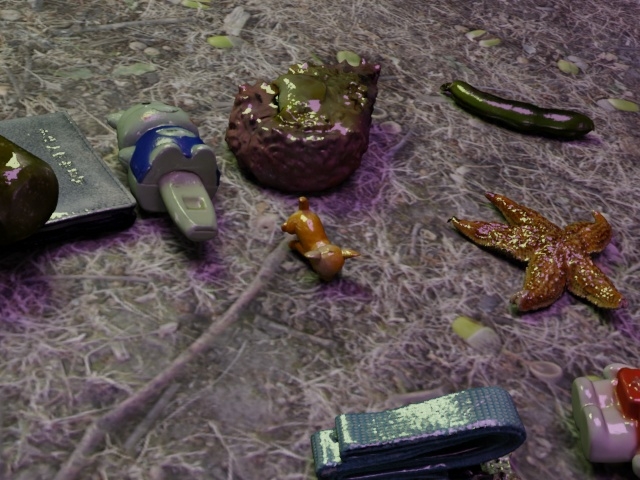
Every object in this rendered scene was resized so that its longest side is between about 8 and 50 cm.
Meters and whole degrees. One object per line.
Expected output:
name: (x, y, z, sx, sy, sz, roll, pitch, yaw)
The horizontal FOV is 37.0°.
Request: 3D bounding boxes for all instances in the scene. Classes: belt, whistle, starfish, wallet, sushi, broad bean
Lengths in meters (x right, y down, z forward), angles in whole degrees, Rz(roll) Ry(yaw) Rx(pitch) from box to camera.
belt: (0.083, 0.180, 0.818, 0.179, 0.100, 0.065, -8, 41, -1)
whistle: (-0.166, -0.085, 1.054, 0.110, 0.092, 0.244, 3, 36, -30)
starfish: (0.268, 0.007, 1.105, 0.227, 0.043, 0.240, 36, 40, 26)
wallet: (-0.312, -0.070, 1.040, 0.167, 0.036, 0.222, -14, 45, -31)
sushi: (0.006, -0.142, 1.171, 0.241, 0.107, 0.161, -14, 49, -31)
broad bean: (0.276, -0.186, 1.354, 0.227, 0.039, 0.069, 20, 32, 11)

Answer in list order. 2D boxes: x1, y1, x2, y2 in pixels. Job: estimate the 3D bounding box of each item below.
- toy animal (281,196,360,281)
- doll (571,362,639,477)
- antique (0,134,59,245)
toy animal: (0.000, 0.000, 1.014, 0.060, 0.081, 0.083, -6, 21, -27)
doll: (0.382, 0.157, 0.872, 0.290, 0.130, 0.161, -3, 32, 3)
antique: (-0.360, -0.063, 0.930, 0.221, 0.080, 0.081, 12, 50, 22)
